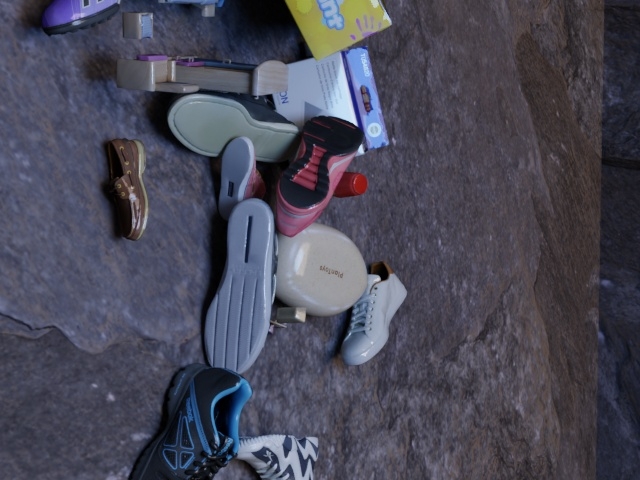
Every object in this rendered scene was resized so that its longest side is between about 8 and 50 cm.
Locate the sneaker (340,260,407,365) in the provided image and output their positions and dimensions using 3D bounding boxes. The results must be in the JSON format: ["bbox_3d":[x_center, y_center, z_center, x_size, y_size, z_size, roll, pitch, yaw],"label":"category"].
[{"bbox_3d":[0.097,0.155,1.909,0.123,0.106,0.290,60,35,-23],"label":"sneaker"}]

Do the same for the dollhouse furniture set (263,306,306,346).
[{"bbox_3d":[-0.066,0.174,1.694,0.081,0.114,0.090,29,62,-50],"label":"dollhouse furniture set"}]

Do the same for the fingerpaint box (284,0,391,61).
[{"bbox_3d":[-0.039,-0.598,1.610,0.444,0.163,0.371,61,12,-20],"label":"fingerpaint box"}]

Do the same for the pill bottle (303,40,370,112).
[{"bbox_3d":[0.037,-0.335,1.857,0.121,0.121,0.221,-26,107,-48],"label":"pill bottle"}]

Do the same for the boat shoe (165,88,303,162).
[{"bbox_3d":[-0.171,-0.236,1.614,0.340,0.127,0.113,3,45,-48],"label":"boat shoe"}]

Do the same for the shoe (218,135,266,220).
[{"bbox_3d":[-0.144,-0.125,1.628,0.081,0.064,0.177,-34,144,-51],"label":"shoe"}]

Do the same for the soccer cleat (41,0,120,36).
[{"bbox_3d":[-0.359,-0.439,1.392,0.318,0.109,0.116,-57,140,-42],"label":"soccer cleat"}]

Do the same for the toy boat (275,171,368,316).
[{"bbox_3d":[0.000,0.000,1.785,0.268,0.148,0.318,28,73,-40],"label":"toy boat"}]

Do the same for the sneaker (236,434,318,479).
[{"bbox_3d":[-0.087,0.456,1.653,0.235,0.094,0.152,25,59,-57],"label":"sneaker"}]

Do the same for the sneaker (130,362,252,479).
[{"bbox_3d":[-0.223,0.375,1.464,0.125,0.140,0.340,36,62,-46],"label":"sneaker"}]

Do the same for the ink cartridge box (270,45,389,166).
[{"bbox_3d":[0.018,-0.274,1.778,0.224,0.045,0.223,-16,102,-4],"label":"ink cartridge box"}]

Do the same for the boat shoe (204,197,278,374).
[{"bbox_3d":[-0.129,0.089,1.614,0.119,0.121,0.334,9,93,-74],"label":"boat shoe"}]

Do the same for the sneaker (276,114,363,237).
[{"bbox_3d":[-0.017,-0.129,1.674,0.116,0.136,0.313,28,47,4],"label":"sneaker"}]

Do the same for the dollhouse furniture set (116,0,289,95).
[{"bbox_3d":[-0.181,-0.406,1.438,0.286,0.198,0.303,-33,129,-66],"label":"dollhouse furniture set"}]

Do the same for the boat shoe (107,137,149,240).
[{"bbox_3d":[-0.331,-0.087,1.442,0.060,0.064,0.177,5,77,-45],"label":"boat shoe"}]
